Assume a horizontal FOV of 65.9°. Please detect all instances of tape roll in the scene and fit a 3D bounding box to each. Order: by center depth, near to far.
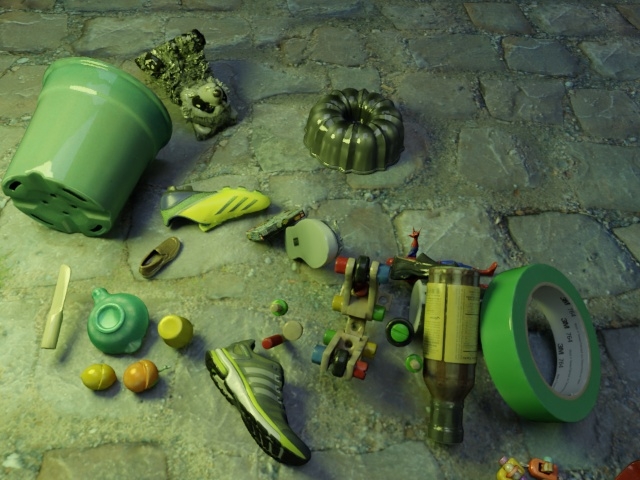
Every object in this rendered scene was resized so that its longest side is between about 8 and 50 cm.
[{"bbox_3d":[0.465,0.210,1.033,0.321,0.077,0.321,13,68,-34],"label":"tape roll"}]

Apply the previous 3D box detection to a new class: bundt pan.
[{"bbox_3d":[0.111,-0.362,1.543,0.331,0.124,0.331,3,50,-3],"label":"bundt pan"}]

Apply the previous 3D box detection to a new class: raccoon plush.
[{"bbox_3d":[-0.428,-0.502,1.619,0.216,0.299,0.446,-32,27,-10],"label":"raccoon plush"}]

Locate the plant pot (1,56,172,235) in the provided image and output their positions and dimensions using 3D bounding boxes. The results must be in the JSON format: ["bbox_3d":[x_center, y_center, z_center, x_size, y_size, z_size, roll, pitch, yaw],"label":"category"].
[{"bbox_3d":[-0.592,-0.213,1.249,0.341,0.341,0.334,9,59,2],"label":"plant pot"}]

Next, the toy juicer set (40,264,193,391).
[{"bbox_3d":[-0.460,0.209,1.067,0.329,0.089,0.209,22,71,8],"label":"toy juicer set"}]

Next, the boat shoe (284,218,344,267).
[{"bbox_3d":[0.001,0.004,1.159,0.105,0.306,0.113,-9,88,-18],"label":"boat shoe"}]

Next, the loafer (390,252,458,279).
[{"bbox_3d":[0.240,0.058,1.156,0.170,0.062,0.061,-6,80,33],"label":"loafer"}]

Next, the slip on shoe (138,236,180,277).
[{"bbox_3d":[-0.400,0.034,1.228,0.051,0.041,0.135,28,54,17],"label":"slip on shoe"}]

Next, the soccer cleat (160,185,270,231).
[{"bbox_3d":[-0.278,-0.082,1.322,0.289,0.093,0.121,-1,82,-12],"label":"soccer cleat"}]

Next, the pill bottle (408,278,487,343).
[{"bbox_3d":[0.335,0.167,1.132,0.246,0.130,0.130,7,51,1],"label":"pill bottle"}]

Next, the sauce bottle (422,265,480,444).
[{"bbox_3d":[0.261,0.227,1.005,0.111,0.111,0.344,6,85,0],"label":"sauce bottle"}]

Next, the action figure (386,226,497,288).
[{"bbox_3d":[0.307,0.052,1.224,0.280,0.139,0.091,5,50,2],"label":"action figure"}]

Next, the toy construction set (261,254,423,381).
[{"bbox_3d":[0.044,0.175,1.094,0.309,0.237,0.257,-12,82,7],"label":"toy construction set"}]

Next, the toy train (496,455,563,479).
[{"bbox_3d":[0.400,0.477,0.942,0.125,0.046,0.166,22,52,12],"label":"toy train"}]

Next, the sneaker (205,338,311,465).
[{"bbox_3d":[-0.109,0.311,0.994,0.121,0.111,0.300,-28,61,-30],"label":"sneaker"}]

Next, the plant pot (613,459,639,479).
[{"bbox_3d":[0.613,0.529,0.802,0.267,0.267,0.236,-27,71,-24],"label":"plant pot"}]

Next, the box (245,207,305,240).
[{"bbox_3d":[-0.117,-0.042,1.289,0.137,0.027,0.094,-32,16,-26],"label":"box"}]
